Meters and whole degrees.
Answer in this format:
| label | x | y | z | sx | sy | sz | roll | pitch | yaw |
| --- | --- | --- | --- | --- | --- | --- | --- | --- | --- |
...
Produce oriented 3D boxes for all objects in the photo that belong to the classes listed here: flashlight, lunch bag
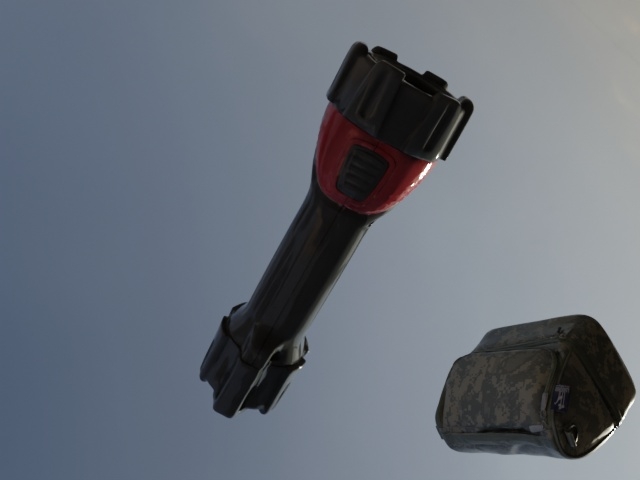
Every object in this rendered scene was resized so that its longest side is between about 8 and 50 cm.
| label | x | y | z | sx | sy | sz | roll | pitch | yaw |
| --- | --- | --- | --- | --- | --- | --- | --- | --- | --- |
| flashlight | 0.000 | 0.000 | 0.527 | 0.103 | 0.304 | 0.103 | 8 | -148 | -39 |
| lunch bag | 0.387 | 0.293 | 1.224 | 0.256 | 0.305 | 0.212 | -36 | -81 | -36 |
